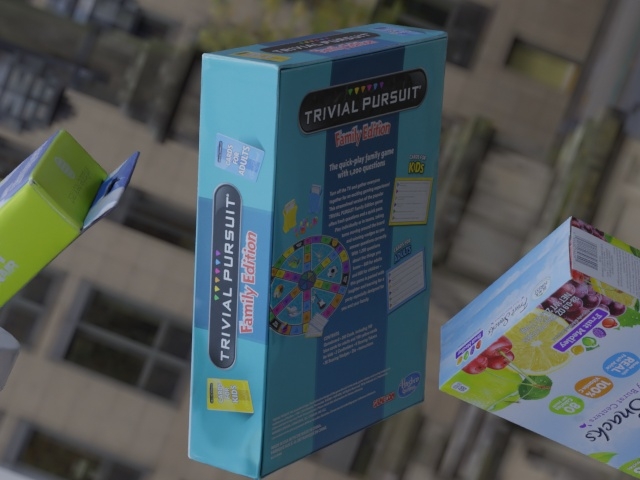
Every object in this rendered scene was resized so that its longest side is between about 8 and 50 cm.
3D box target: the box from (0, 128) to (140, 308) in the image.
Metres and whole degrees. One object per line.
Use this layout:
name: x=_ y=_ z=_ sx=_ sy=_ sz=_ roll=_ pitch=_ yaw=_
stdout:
box: x=-0.173 y=0.012 z=1.012 sx=0.178 sy=0.042 sz=0.109 roll=-41 pitch=12 yaw=12

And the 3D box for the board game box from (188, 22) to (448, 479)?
board game box: x=0.000 y=0.000 z=1.655 sx=0.254 sy=0.079 sz=0.336 roll=-18 pitch=-65 yaw=-54

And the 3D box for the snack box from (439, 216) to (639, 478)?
snack box: x=0.225 y=0.089 z=1.547 sx=0.174 sy=0.207 sz=0.070 roll=-45 pitch=30 yaw=43

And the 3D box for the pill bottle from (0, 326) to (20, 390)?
pill bottle: x=-0.299 y=0.154 z=1.362 sx=0.229 sy=0.131 sz=0.131 roll=-64 pitch=-2 yaw=4
